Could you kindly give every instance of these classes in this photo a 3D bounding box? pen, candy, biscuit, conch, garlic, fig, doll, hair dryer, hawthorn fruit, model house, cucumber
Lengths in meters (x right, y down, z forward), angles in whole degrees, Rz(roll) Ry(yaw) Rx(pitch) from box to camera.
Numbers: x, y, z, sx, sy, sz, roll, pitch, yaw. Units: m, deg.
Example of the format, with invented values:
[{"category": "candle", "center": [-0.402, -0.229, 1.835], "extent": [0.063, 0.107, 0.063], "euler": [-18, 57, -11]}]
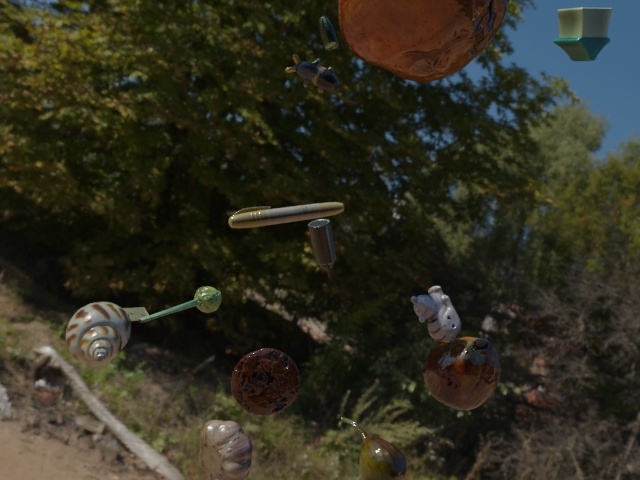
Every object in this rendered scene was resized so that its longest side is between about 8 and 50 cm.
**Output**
[{"category": "pen", "center": [-0.066, -0.055, 1.317], "extent": [0.234, 0.040, 0.032], "euler": [-9, -16, -16]}, {"category": "candy", "center": [-0.470, 0.225, 2.257], "extent": [0.092, 0.093, 0.336], "euler": [5, 13, 40]}, {"category": "biscuit", "center": [-0.151, 0.388, 1.835], "extent": [0.192, 0.192, 0.049], "euler": [24, 3, -3]}, {"category": "conch", "center": [-0.658, 0.279, 1.978], "extent": [0.275, 0.183, 0.148], "euler": [50, -5, 39]}, {"category": "garlic", "center": [-0.217, 0.490, 1.554], "extent": [0.147, 0.159, 0.102], "euler": [-25, -9, 38]}, {"category": "fig", "center": [0.131, 0.542, 1.755], "extent": [0.124, 0.124, 0.236], "euler": [29, 19, -54]}, {"category": "doll", "center": [-0.017, -0.528, 2.135], "extent": [0.179, 0.102, 0.089], "euler": [29, 14, -7]}, {"category": "fig", "center": [0.452, 0.415, 2.119], "extent": [0.263, 0.224, 0.224], "euler": [-27, -36, 32]}, {"category": "hair dryer", "center": [0.000, 0.000, 2.395], "extent": [0.078, 0.195, 0.248], "euler": [-12, 21, -4]}, {"category": "hawthorn fruit", "center": [0.281, -0.640, 1.787], "extent": [0.472, 0.471, 0.472], "euler": [23, -4, 2]}, {"category": "model house", "center": [0.753, -0.591, 1.926], "extent": [0.127, 0.148, 0.100], "euler": [-7, 15, -24]}, {"category": "cucumber", "center": [0.020, -0.662, 2.131], "extent": [0.048, 0.105, 0.048], "euler": [-18, -1, 0]}]

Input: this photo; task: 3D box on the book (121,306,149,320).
[{"category": "book", "center": [-0.667, 0.260, 2.372], "extent": [0.111, 0.014, 0.077], "euler": [1, 25, -33]}]

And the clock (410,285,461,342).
[{"category": "clock", "center": [0.352, 0.238, 2.064], "extent": [0.117, 0.176, 0.080], "euler": [-21, -9, -34]}]
